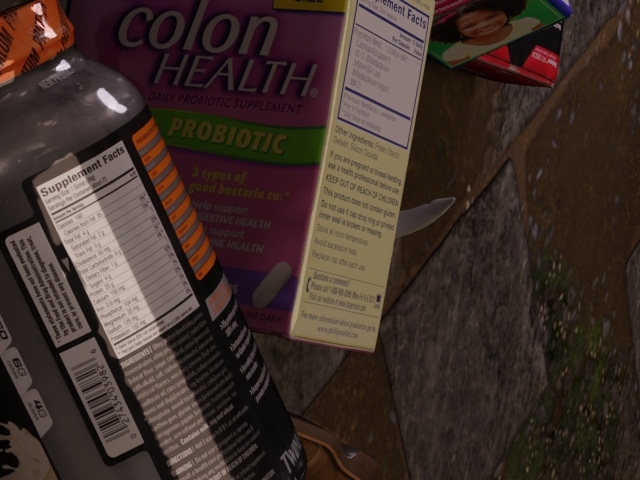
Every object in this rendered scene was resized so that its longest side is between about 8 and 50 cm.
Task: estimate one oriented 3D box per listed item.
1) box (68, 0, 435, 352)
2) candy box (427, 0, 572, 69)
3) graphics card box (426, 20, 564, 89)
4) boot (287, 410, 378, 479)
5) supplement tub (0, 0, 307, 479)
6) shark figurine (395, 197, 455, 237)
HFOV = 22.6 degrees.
[{"bbox_3d":[-0.061,-0.063,1.054,0.117,0.213,0.243,17,82,-60],"label":"box"},{"bbox_3d":[0.043,-0.299,1.164,0.317,0.122,0.268,18,51,-60],"label":"candy box"},{"bbox_3d":[0.167,-0.343,1.501,0.233,0.094,0.371,6,93,-60],"label":"graphics card box"},{"bbox_3d":[-0.048,0.187,1.259,0.115,0.112,0.305,-64,149,-10],"label":"boot"},{"bbox_3d":[-0.150,0.036,0.894,0.193,0.193,0.316,-39,109,-50],"label":"supplement tub"},{"bbox_3d":[0.010,0.018,1.303,0.278,0.116,0.166,5,94,-58],"label":"shark figurine"}]
